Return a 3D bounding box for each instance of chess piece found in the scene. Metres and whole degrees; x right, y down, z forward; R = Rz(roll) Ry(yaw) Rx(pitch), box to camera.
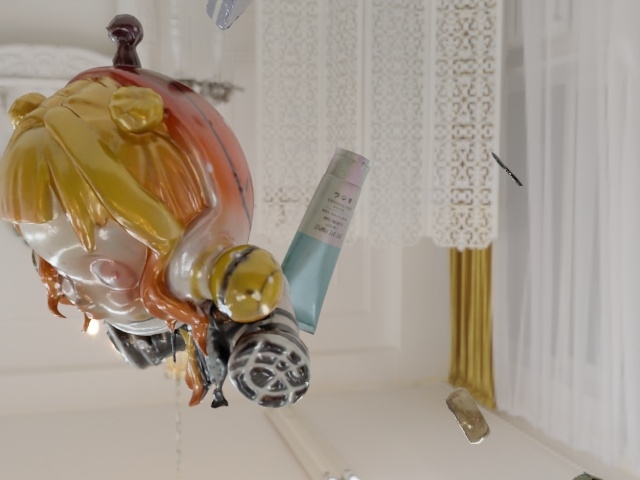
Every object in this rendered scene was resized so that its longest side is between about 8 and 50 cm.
[{"bbox_3d":[0.217,0.259,1.149,0.038,0.084,0.083,-32,-174,-1],"label":"chess piece"}]

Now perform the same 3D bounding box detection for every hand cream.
[{"bbox_3d":[0.000,0.000,1.321,0.111,0.312,0.070,24,180,-24],"label":"hand cream"}]

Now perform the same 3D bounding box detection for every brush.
[{"bbox_3d":[0.327,-0.124,1.366,0.008,0.083,0.024,-41,-172,25],"label":"brush"}]

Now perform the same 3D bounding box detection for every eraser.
[{"bbox_3d":[-0.094,-0.323,0.946,0.036,0.082,0.225,40,171,-9],"label":"eraser"}]

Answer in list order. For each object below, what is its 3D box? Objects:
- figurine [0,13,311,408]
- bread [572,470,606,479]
[{"bbox_3d":[-0.145,-0.012,0.678,0.320,0.323,0.196,5,-136,40],"label":"figurine"},{"bbox_3d":[0.423,0.484,1.171,0.192,0.210,0.110,-45,177,-11],"label":"bread"}]
